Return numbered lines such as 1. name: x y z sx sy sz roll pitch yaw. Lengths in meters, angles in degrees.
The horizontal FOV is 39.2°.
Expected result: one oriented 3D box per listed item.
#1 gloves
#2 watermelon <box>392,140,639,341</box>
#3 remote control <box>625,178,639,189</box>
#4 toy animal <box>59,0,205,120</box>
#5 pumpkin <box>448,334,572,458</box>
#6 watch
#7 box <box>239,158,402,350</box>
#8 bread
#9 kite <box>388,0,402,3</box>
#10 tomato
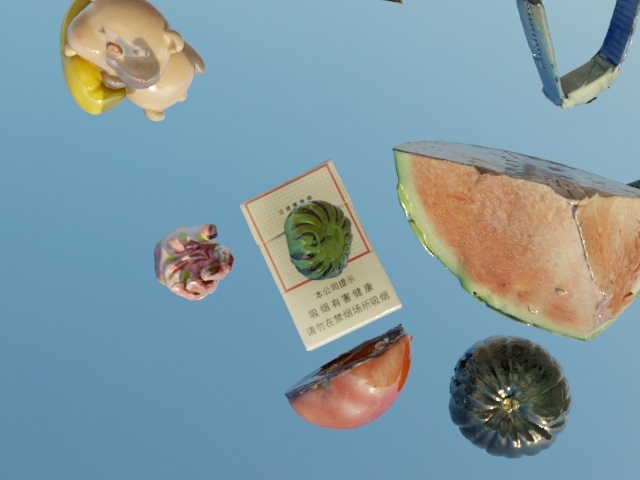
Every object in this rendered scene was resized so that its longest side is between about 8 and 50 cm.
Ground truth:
1. gloves: -0.238 0.046 1.771 0.241 0.145 0.126 9 165 43
2. watermelon: 0.270 0.004 1.190 0.292 0.222 0.319 18 -166 34
3. remote control: 0.608 -0.092 1.711 0.065 0.166 0.029 20 -118 -37
4. toy animal: -0.417 -0.406 2.002 0.345 0.247 0.277 36 -113 -28
5. pumpkin: 0.333 0.276 1.596 0.220 0.220 0.162 41 -172 9
6. watch: 0.439 -0.342 1.562 0.276 0.274 0.068 -24 -125 -21
7. box: 0.000 0.030 1.820 0.095 0.210 0.330 49 -165 -80
8. bread: 0.000 0.000 1.549 0.130 0.139 0.071 5 178 -35
9. kite: 0.115 -0.500 1.736 0.125 0.008 0.222 41 -124 -13
10. tomato: 0.065 0.231 1.443 0.199 0.228 0.112 -30 -89 -55
